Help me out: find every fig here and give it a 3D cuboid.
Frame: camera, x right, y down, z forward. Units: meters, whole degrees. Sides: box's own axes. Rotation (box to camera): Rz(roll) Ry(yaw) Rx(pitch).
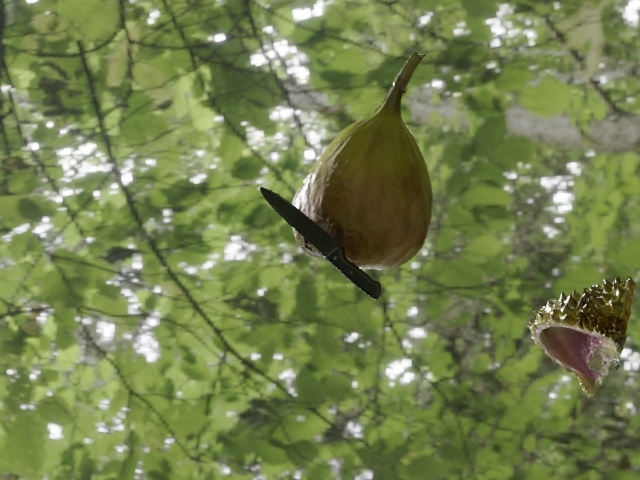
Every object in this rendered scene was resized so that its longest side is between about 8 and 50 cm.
[{"bbox_3d":[0.067,-0.091,1.325,0.159,0.159,0.257,21,-92,-39],"label":"fig"}]

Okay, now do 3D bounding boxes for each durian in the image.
[{"bbox_3d":[0.374,0.124,1.617,0.182,0.165,0.132,28,-149,-55],"label":"durian"}]

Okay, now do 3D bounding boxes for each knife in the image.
[{"bbox_3d":[0.000,0.000,1.226,0.170,0.010,0.023,41,-84,9],"label":"knife"}]
